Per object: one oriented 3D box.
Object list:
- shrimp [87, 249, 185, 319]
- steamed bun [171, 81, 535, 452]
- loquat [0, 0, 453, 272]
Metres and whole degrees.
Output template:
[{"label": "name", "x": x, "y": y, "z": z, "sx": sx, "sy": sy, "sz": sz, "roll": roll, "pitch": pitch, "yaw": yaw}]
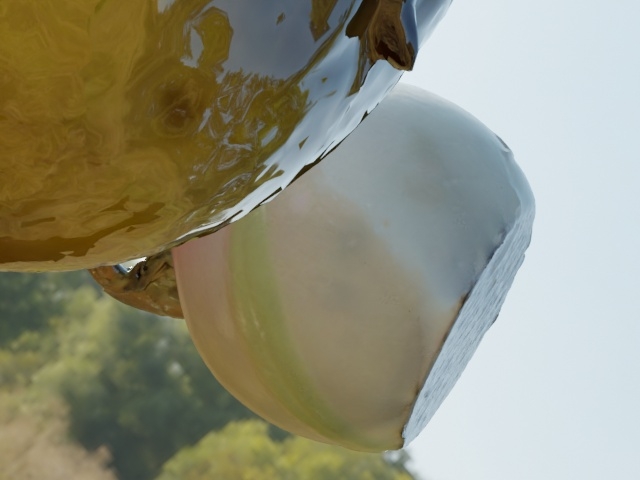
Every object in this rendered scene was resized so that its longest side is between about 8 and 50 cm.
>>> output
[{"label": "shrimp", "x": -0.159, "y": -0.028, "z": 1.567, "sx": 0.058, "sy": 0.169, "sz": 0.296, "roll": -83, "pitch": 160, "yaw": -44}, {"label": "steamed bun", "x": 0.000, "y": 0.000, "z": 1.390, "sx": 0.309, "sy": 0.309, "sz": 0.309, "roll": 48, "pitch": -10, "yaw": 12}, {"label": "loquat", "x": -0.101, "y": -0.162, "z": 0.547, "sx": 0.359, "sy": 0.328, "sz": 0.328, "roll": 23, "pitch": -22, "yaw": 26}]
